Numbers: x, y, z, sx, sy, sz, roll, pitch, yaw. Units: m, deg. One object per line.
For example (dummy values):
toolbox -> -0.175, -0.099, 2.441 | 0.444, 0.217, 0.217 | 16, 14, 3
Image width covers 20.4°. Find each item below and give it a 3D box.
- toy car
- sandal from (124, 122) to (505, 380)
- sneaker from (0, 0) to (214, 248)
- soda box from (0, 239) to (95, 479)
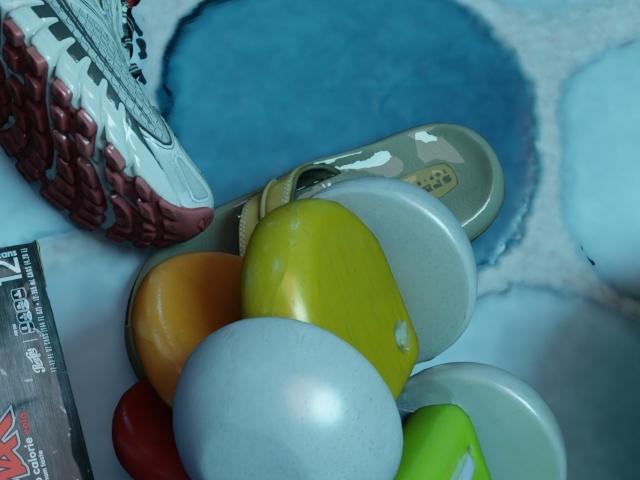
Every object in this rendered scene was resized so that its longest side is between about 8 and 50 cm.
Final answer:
toy car -> -0.003, 0.077, 0.627 | 0.182, 0.136, 0.159 | 62, 29, -16
sandal -> 0.000, 0.000, 0.704 | 0.180, 0.049, 0.072 | -29, 78, -18
sneaker -> -0.100, -0.100, 0.699 | 0.092, 0.088, 0.225 | -26, 77, -23
soda box -> -0.113, 0.090, 0.638 | 0.060, 0.053, 0.169 | -11, 71, -17
